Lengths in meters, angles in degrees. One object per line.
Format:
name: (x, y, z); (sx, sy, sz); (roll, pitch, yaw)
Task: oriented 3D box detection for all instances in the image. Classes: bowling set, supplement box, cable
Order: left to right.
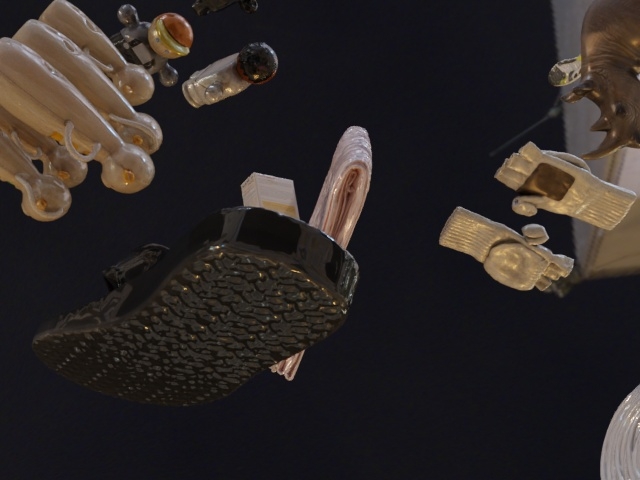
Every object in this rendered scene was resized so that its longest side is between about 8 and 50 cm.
bowling set: (-0.246, -0.083, 0.852); (0.154, 0.200, 0.287); (41, -163, -17)
supplement box: (-0.062, -0.033, 1.239); (0.062, 0.036, 0.098); (11, -124, -34)
cable: (0.507, 0.298, 1.367); (0.089, 0.257, 0.257); (22, -75, -13)

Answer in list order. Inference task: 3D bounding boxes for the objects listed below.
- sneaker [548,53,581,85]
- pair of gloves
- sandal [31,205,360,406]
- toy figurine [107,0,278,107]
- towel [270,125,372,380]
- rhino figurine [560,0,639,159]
sneaker: (0.328, -0.218, 1.214); (0.035, 0.083, 0.031); (4, -118, -58)
pair of gloves: (0.314, -0.025, 1.421); (0.204, 0.240, 0.042); (29, -143, -12)
sandal: (-0.114, 0.059, 0.859); (0.168, 0.446, 0.107); (34, -125, -24)
toy figurine: (-0.147, -0.270, 1.121); (0.213, 0.148, 0.209); (14, -112, -47)
towel: (0.000, 0.000, 1.386); (0.053, 0.332, 0.317); (21, -76, -4)
rhino figurine: (0.265, -0.172, 0.761); (0.106, 0.073, 0.243); (28, -86, -2)
